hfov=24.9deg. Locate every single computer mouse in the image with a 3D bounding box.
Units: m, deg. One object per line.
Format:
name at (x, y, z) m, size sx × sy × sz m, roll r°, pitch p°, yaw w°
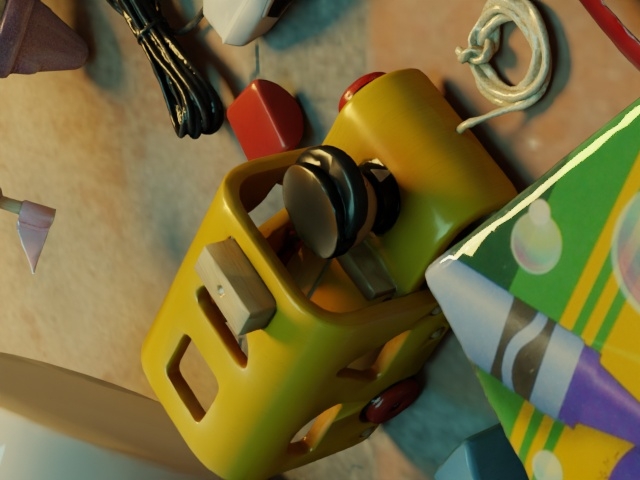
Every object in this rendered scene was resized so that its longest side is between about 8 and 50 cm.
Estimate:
computer mouse at (-0.043, -0.127, 0.648) m, size 0.193 × 0.042 × 0.106 m, roll -40°, pitch 70°, yaw 50°

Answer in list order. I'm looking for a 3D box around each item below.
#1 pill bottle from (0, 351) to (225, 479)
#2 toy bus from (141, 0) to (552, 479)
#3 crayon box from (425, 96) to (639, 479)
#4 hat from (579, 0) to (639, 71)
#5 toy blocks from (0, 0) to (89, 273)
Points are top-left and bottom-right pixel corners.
pill bottle at (-0.185, 0.272, 0.727) m, size 0.229 × 0.229 × 0.408 m, roll 21°, pitch 92°, yaw 46°
toy bus at (-0.001, 0.012, 0.593) m, size 0.191 × 0.104 × 0.202 m, roll 5°, pitch 106°, yaw 50°
crayon box at (0.189, 0.009, 0.325) m, size 0.323 × 0.083 × 0.203 m, roll -42°, pitch 66°, yaw 38°
hat at (0.034, -0.142, 0.556) m, size 0.173 × 0.183 × 0.208 m, roll -27°, pitch 36°, yaw 37°
toy blocks at (-0.243, -0.151, 0.775) m, size 0.309 × 0.260 × 0.289 m, roll 157°, pitch 128°, yaw -68°
